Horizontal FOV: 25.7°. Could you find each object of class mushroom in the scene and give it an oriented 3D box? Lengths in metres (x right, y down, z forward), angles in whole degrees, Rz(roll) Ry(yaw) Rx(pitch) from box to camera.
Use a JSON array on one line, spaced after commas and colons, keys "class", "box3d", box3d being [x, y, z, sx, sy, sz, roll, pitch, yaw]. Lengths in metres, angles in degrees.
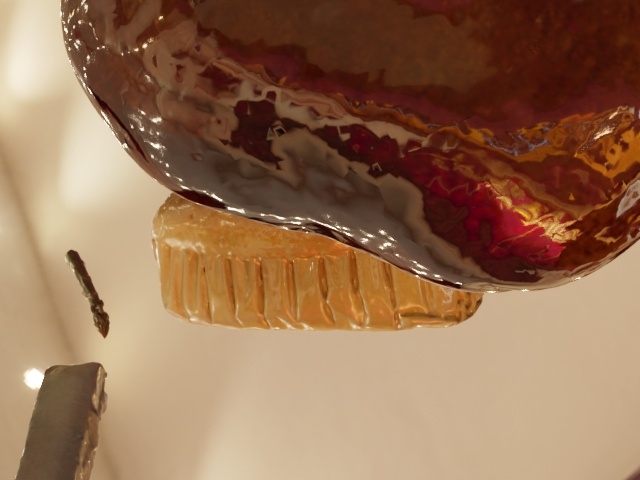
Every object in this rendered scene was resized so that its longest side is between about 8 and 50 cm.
[{"class": "mushroom", "box3d": [0.027, -0.055, 0.523, 0.227, 0.148, 0.217, 28, 177, 13]}]

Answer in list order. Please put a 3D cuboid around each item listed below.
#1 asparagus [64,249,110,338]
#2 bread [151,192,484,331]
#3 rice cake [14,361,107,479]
[{"class": "asparagus", "box3d": [-0.183, 0.040, 1.106, 0.014, 0.015, 0.114, -17, -145, -14]}, {"class": "bread", "box3d": [0.000, 0.000, 0.980, 0.236, 0.106, 0.140, 1, -168, 18]}, {"class": "rice cake", "box3d": [-0.127, 0.122, 0.675, 0.180, 0.042, 0.030, -87, -12, -56]}]
